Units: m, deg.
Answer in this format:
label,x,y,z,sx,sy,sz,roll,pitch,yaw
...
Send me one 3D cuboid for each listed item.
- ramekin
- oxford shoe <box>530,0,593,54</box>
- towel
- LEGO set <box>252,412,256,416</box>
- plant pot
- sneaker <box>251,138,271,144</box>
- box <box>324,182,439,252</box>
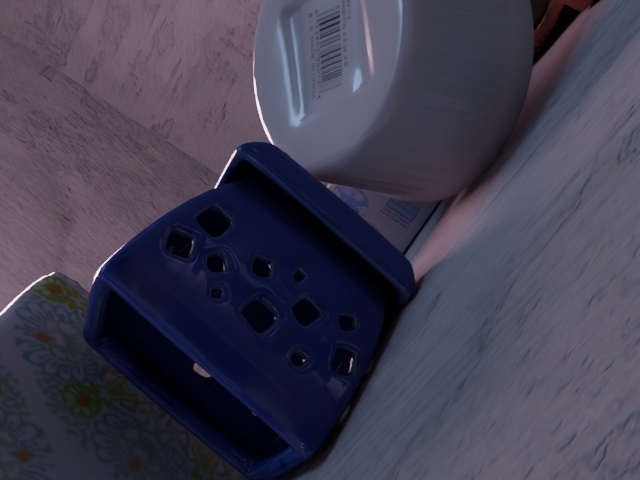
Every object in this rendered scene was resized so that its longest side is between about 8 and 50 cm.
label,x,y,z,sx,sy,sz,roll,pitch,yaw
ramekin,0.053,-0.176,1.018,0.277,0.135,0.277,-5,83,53
oxford shoe,0.207,-0.276,1.089,0.123,0.130,0.348,-58,3,-16
towel,-0.219,0.215,1.015,0.090,0.320,0.374,-49,6,26
LEGO set,-0.133,0.282,1.334,0.087,0.093,0.227,-2,-54,-54
plant pot,-0.061,0.062,0.997,0.212,0.236,0.236,-51,0,-24
sneaker,-0.094,0.046,1.396,0.148,0.131,0.350,-68,-15,-52
box,0.065,-0.052,1.208,0.203,0.114,0.103,-55,3,14
